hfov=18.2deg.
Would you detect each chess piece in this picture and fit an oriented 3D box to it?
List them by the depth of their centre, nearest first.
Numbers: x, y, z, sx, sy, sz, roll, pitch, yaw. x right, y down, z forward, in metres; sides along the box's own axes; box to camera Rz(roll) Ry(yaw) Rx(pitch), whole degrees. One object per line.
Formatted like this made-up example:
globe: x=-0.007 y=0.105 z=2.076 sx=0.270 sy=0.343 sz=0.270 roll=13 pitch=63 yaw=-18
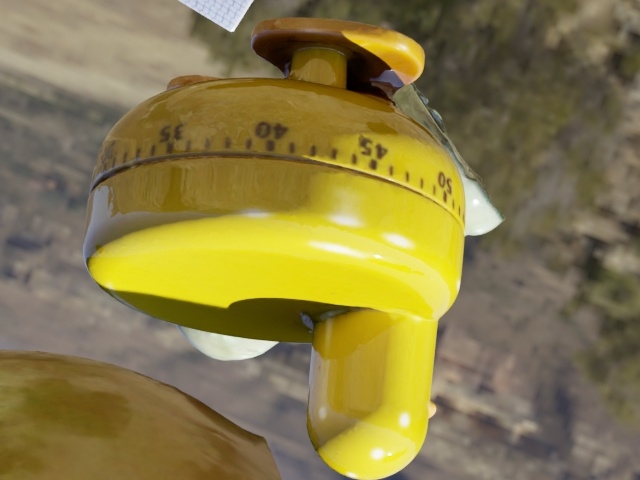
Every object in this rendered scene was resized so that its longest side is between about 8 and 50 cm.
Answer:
chess piece: x=0.000 y=0.000 z=1.446 sx=0.133 sy=0.243 sz=0.133 roll=54 pitch=-174 yaw=-8

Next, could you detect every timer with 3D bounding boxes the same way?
timer: x=-0.012 y=0.006 z=0.546 sx=0.107 sy=0.109 sz=0.107 roll=5 pitch=162 yaw=2

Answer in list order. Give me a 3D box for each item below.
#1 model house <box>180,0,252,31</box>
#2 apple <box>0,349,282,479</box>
model house: x=-0.056 y=-0.156 z=0.985 sx=0.088 sy=0.117 sz=0.167 roll=35 pitch=-168 yaw=4
apple: x=-0.151 y=0.234 z=0.908 sx=0.374 sy=0.384 sz=0.374 roll=-8 pitch=-154 yaw=4
